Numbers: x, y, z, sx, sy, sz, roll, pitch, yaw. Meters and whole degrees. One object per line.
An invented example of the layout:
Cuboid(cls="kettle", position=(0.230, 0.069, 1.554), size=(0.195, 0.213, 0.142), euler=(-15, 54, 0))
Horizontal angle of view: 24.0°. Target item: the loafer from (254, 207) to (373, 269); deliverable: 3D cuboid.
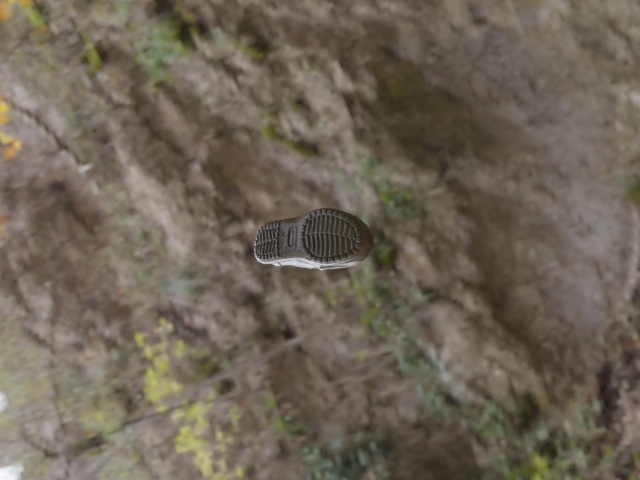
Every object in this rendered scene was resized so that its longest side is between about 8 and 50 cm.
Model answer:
Cuboid(cls="loafer", position=(0.000, 0.000, 1.438), size=(0.050, 0.148, 0.056), euler=(11, -97, -44))
